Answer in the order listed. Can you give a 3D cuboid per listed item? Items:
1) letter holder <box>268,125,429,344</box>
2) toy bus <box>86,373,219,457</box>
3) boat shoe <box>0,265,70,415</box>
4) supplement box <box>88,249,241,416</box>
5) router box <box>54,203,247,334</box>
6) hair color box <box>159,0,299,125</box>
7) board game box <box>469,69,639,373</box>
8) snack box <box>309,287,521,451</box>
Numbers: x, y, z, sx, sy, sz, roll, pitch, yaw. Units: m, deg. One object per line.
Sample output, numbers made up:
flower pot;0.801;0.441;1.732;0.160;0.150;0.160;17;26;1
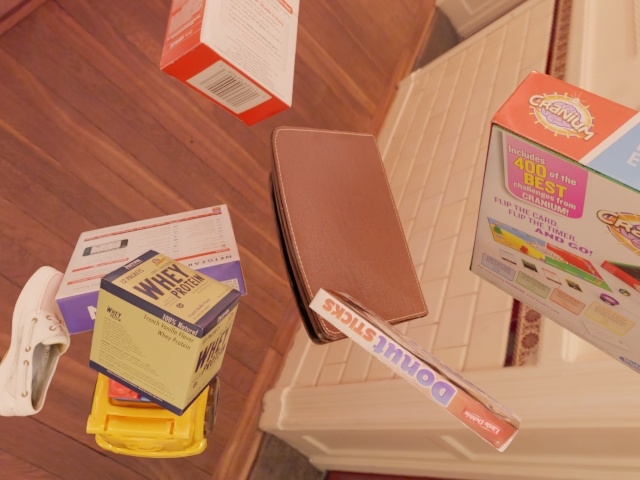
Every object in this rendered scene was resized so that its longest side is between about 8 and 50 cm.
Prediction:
letter holder;0.000;0.000;0.786;0.215;0.152;0.301;-5;75;-40
toy bus;-0.196;0.135;0.621;0.150;0.211;0.220;6;64;-6
boat shoe;-0.507;0.182;0.958;0.098;0.096;0.276;60;32;-64
supplement box;-0.115;0.066;0.384;0.083;0.083;0.056;24;27;10
router box;-0.341;0.043;1.084;0.336;0.301;0.082;-12;117;-9
hair color box;-0.066;-0.190;0.421;0.093;0.054;0.167;26;60;-45
board game box;0.274;0.010;0.505;0.064;0.242;0.316;-50;155;-13
snack box;0.074;0.097;0.416;0.022;0.178;0.064;-57;155;3
